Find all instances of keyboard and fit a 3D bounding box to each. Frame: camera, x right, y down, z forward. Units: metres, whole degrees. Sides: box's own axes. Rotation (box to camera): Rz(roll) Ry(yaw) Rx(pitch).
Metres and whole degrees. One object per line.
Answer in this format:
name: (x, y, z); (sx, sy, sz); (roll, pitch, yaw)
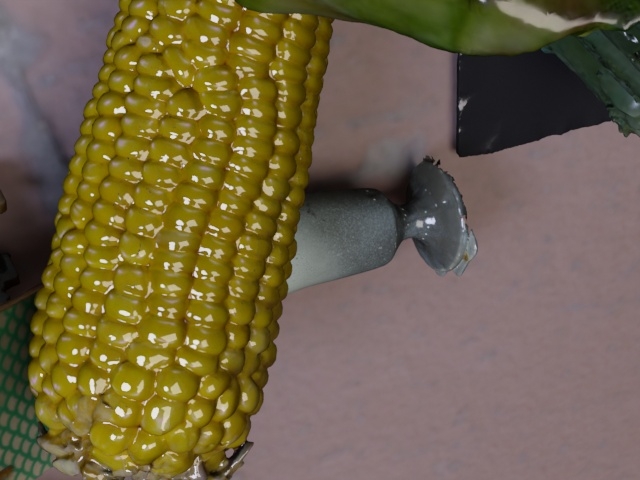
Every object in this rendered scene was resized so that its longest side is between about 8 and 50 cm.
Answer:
keyboard: (0.164, -0.103, 0.686); (0.197, 0.015, 0.074); (-17, 119, -19)

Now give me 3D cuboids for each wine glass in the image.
wine glass: (0.000, 0.000, 0.623); (0.155, 0.072, 0.072); (-10, 121, -23)

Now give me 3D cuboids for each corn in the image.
corn: (-0.054, -0.044, 0.509); (0.106, 0.106, 0.305); (12, 90, -32)

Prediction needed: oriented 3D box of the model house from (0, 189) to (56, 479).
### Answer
model house: (-0.225, 0.076, 0.465); (0.271, 0.206, 0.178); (-8, 121, -23)

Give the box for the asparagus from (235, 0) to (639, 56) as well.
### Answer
asparagus: (-0.046, -0.143, 0.432); (0.343, 0.085, 0.082); (23, 68, 0)

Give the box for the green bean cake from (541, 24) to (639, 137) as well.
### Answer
green bean cake: (0.214, -0.168, 0.526); (0.132, 0.255, 0.241); (41, 88, 1)
